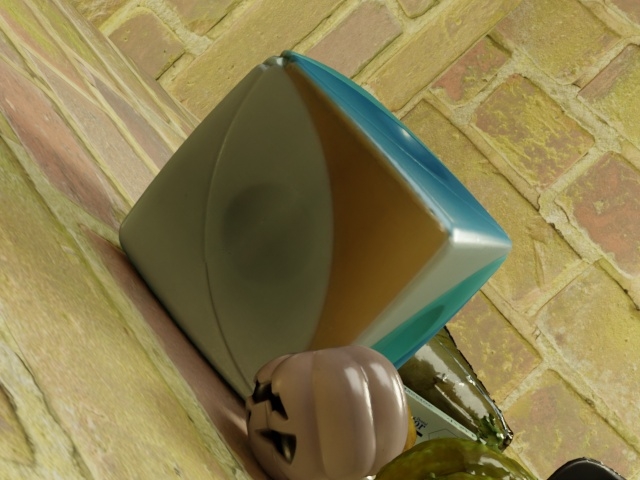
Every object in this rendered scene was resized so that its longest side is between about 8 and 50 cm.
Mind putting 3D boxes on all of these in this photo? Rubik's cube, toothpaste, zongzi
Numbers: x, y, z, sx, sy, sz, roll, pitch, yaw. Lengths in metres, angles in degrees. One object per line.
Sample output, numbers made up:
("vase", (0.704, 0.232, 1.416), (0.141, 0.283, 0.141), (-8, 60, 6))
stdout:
("Rubik's cube", (0.000, 0.000, 1.523), (0.352, 0.347, 0.351), (48, 14, 14))
("toothpaste", (0.241, 0.373, 2.086), (0.313, 0.089, 0.071), (35, 8, 3))
("zongzi", (0.169, 0.285, 2.214), (0.393, 0.174, 0.356), (16, 31, -51))

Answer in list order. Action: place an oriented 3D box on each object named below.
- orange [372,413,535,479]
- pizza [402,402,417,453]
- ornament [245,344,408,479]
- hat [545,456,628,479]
("orange", (0.143, 0.328, 1.047), (0.301, 0.223, 0.300), (50, 14, -11))
("pizza", (0.062, 0.249, 1.799), (0.197, 0.058, 0.292), (33, -24, 26))
("ornament", (0.009, 0.196, 1.257), (0.177, 0.177, 0.177), (47, 4, -4))
("hat", (0.334, 0.466, 1.574), (0.238, 0.336, 0.209), (30, -46, 38))
